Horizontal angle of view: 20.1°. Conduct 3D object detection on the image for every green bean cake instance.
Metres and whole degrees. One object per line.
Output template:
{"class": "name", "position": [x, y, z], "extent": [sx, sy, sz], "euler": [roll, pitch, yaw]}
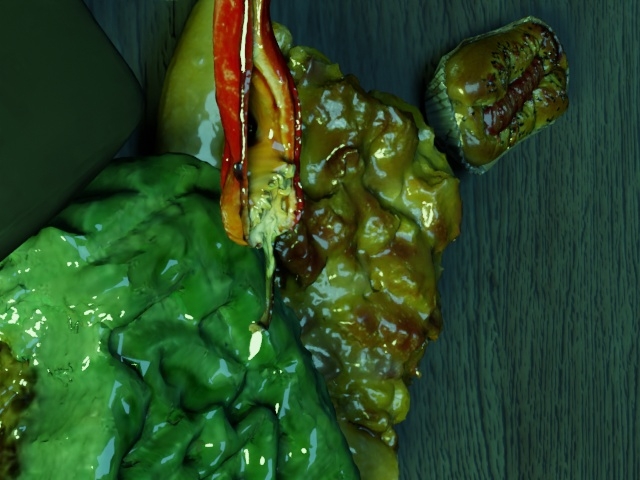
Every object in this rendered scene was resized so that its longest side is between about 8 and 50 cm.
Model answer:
{"class": "green bean cake", "position": [-0.136, 0.133, 1.089], "extent": [0.308, 0.169, 0.300], "euler": [-43, 115, -42]}

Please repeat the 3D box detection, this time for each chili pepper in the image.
{"class": "chili pepper", "position": [-0.040, -0.075, 1.044], "extent": [0.059, 0.050, 0.268], "euler": [-20, 115, -38]}

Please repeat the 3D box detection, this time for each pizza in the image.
{"class": "pizza", "position": [0.000, 0.000, 1.313], "extent": [0.277, 0.114, 0.409], "euler": [-12, 95, -43]}

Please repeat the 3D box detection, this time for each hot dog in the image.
{"class": "hot dog", "position": [0.156, -0.128, 1.542], "extent": [0.191, 0.059, 0.108], "euler": [-34, 113, -48]}

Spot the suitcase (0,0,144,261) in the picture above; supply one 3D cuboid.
{"class": "suitcase", "position": [-0.289, -0.109, 0.904], "extent": [0.345, 0.188, 0.339], "euler": [53, 48, -7]}
